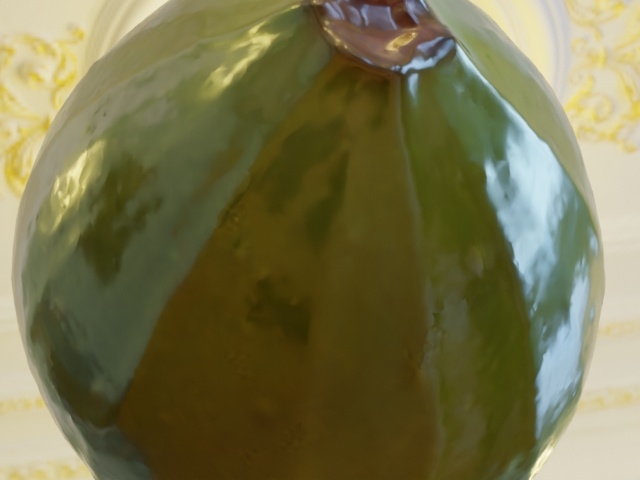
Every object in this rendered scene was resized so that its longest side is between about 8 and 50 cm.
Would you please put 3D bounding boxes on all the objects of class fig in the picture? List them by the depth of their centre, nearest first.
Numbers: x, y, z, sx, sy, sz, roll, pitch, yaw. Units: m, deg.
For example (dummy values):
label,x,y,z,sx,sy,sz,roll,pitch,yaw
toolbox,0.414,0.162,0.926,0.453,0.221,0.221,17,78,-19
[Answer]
label,x,y,z,sx,sy,sz,roll,pitch,yaw
fig,0.000,0.000,0.662,0.316,0.316,0.316,-4,-44,-4
